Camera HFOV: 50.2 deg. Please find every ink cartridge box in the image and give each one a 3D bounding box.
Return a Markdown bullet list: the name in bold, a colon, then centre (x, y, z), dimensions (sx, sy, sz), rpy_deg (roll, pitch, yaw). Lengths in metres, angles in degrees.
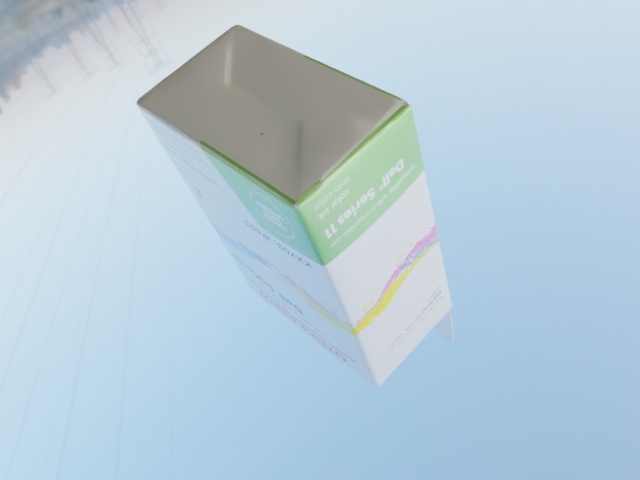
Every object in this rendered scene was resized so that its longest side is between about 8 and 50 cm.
- **ink cartridge box**: centre (0.000, 0.000, 0.639), dimensions (0.119, 0.354, 0.207), rpy_deg (-44, -127, -16)
